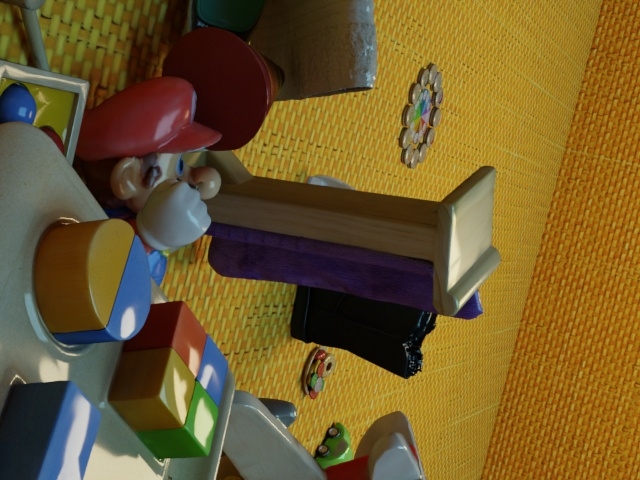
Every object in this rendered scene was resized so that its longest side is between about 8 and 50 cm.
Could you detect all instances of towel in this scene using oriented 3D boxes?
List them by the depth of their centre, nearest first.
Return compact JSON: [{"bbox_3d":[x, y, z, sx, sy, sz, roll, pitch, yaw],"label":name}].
[{"bbox_3d":[-0.016,-0.240,1.203,0.049,0.282,0.187,-4,94,-23],"label":"towel"}]

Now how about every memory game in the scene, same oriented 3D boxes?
[{"bbox_3d":[0.177,-0.213,2.012,0.186,0.012,0.186,15,90,-69],"label":"memory game"}]

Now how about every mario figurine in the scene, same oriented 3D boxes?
[{"bbox_3d":[-0.158,0.004,1.102,0.170,0.198,0.321,-5,114,-52],"label":"mario figurine"}]

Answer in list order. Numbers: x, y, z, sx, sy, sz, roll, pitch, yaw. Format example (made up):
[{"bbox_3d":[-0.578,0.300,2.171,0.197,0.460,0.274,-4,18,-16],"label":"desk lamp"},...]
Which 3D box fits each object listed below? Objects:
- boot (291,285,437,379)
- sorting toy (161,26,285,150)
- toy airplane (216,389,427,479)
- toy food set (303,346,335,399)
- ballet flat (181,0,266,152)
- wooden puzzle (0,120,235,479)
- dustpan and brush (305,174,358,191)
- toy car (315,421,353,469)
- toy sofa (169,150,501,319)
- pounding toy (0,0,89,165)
[{"bbox_3d":[0.075,0.062,1.679,0.094,0.207,0.247,-18,120,-64],"label":"boot"},{"bbox_3d":[-0.088,-0.276,1.128,0.126,0.127,0.366,-25,112,-58],"label":"sorting toy"},{"bbox_3d":[-0.045,0.333,1.485,0.384,0.272,0.386,2,120,-36],"label":"toy airplane"},{"bbox_3d":[-0.004,0.209,1.836,0.083,0.020,0.083,-66,157,-20],"label":"toy food set"},{"bbox_3d":[-0.115,-0.214,1.212,0.086,0.086,0.249,24,82,-68],"label":"ballet flat"},{"bbox_3d":[-0.164,0.130,0.857,0.348,0.080,0.322,56,33,-42],"label":"wooden puzzle"},{"bbox_3d":[0.060,0.007,1.603,0.147,0.211,0.060,-67,-168,-18],"label":"dustpan and brush"},{"bbox_3d":[0.004,0.401,1.938,0.225,0.053,0.239,-56,152,-38],"label":"toy car"},{"bbox_3d":[0.000,0.000,1.246,0.150,0.362,0.177,-34,130,-59],"label":"toy sofa"},{"bbox_3d":[-0.240,-0.118,0.940,0.181,0.094,0.206,1,104,-68],"label":"pounding toy"}]
